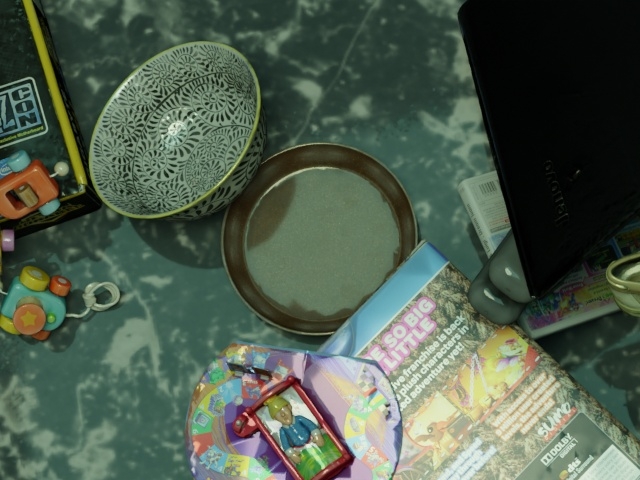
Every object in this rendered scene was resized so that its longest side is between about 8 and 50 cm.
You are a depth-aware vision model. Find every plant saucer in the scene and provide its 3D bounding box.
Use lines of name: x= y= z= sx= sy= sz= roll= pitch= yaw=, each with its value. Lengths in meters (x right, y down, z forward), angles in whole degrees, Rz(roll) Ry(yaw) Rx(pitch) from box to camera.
plant saucer: x=0.000 y=0.000 z=1.603 sx=0.168 sy=0.029 sz=0.168 roll=-2 pitch=78 yaw=7

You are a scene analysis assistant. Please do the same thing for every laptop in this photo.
laptop: x=0.346 y=-0.162 z=1.440 sx=0.408 sy=0.236 sz=0.382 roll=1 pitch=41 yaw=-8

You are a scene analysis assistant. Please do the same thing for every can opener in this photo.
can opener: x=0.214 y=-0.030 z=1.488 sx=0.093 sy=0.074 sz=0.280 roll=41 pitch=51 yaw=6

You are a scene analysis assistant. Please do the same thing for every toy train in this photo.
toy train: x=-0.242 y=0.014 z=1.574 sx=0.125 sy=0.046 sz=0.166 roll=-25 pitch=117 yaw=6

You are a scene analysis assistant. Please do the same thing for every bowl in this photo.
bowl: x=-0.104 y=-0.077 z=1.594 sx=0.170 sy=0.080 sz=0.170 roll=-16 pitch=56 yaw=25

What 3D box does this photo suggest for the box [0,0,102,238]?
box: x=-0.380 y=-0.100 z=1.649 sx=0.322 sy=0.079 sz=0.257 roll=-19 pitch=78 yaw=2

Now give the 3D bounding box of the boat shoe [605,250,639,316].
boat shoe: x=0.282 y=0.015 z=1.348 sx=0.153 sy=0.048 sz=0.056 roll=-12 pitch=64 yaw=14

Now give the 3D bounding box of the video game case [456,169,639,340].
video game case: x=0.207 y=-0.003 z=1.548 sx=0.157 sy=0.019 sz=0.143 roll=-16 pitch=75 yaw=-26

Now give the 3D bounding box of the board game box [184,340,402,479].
board game box: x=-0.024 y=0.146 z=1.426 sx=0.168 sy=0.033 sz=0.133 roll=8 pitch=79 yaw=9

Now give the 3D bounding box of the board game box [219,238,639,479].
board game box: x=0.109 y=0.189 z=1.490 sx=0.232 sy=0.141 sz=0.291 roll=-45 pitch=76 yaw=-4
